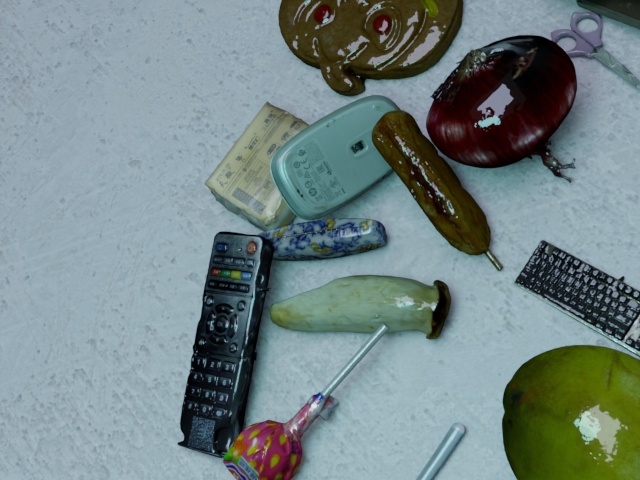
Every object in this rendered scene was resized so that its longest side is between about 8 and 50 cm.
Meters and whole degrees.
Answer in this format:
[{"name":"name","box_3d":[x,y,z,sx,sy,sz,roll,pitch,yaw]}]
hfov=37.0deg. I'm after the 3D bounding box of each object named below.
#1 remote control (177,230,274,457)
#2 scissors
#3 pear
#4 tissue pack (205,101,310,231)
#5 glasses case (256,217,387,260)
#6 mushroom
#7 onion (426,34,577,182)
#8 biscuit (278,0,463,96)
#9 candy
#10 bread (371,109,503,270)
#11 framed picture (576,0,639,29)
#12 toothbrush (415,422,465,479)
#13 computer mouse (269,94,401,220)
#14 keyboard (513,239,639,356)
[{"name":"remote control","box_3d":[-0.164,0.185,1.732,0.144,0.062,0.399,6,82,35]},{"name":"scissors","box_3d":[0.508,-0.339,1.737,0.110,0.021,0.212,-39,55,2]},{"name":"pear","box_3d":[0.408,0.289,1.376,0.321,0.269,0.269,23,78,42]},{"name":"tissue pack","box_3d":[-0.095,-0.138,1.866,0.186,0.090,0.222,31,84,28]},{"name":"glasses case","box_3d":[0.000,0.000,1.768,0.247,0.087,0.065,-9,70,22]},{"name":"mushroom","box_3d":[0.070,0.113,1.692,0.333,0.087,0.107,1,69,25]},{"name":"onion","box_3d":[0.332,-0.220,1.678,0.273,0.285,0.273,-35,22,17]},{"name":"biscuit","box_3d":[0.089,-0.457,1.938,0.394,0.070,0.351,8,72,25]},{"name":"candy","box_3d":[-0.013,0.278,1.627,0.365,0.124,0.124,-49,59,0]},{"name":"bread","box_3d":[0.206,-0.082,1.681,0.084,0.124,0.344,-40,80,29]},{"name":"framed picture","box_3d":[0.637,-0.503,1.735,0.289,0.016,0.213,-49,50,-5]},{"name":"toothbrush","box_3d":[0.136,0.442,1.553,0.030,0.025,0.342,30,82,23]},{"name":"computer mouse","box_3d":[0.041,-0.158,1.776,0.288,0.097,0.159,-34,100,-12]},{"name":"keyboard","box_3d":[0.471,0.102,1.561,0.317,0.027,0.106,31,83,31]}]
